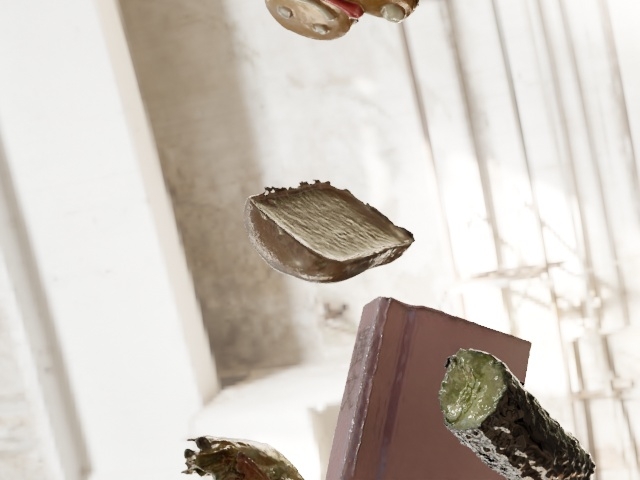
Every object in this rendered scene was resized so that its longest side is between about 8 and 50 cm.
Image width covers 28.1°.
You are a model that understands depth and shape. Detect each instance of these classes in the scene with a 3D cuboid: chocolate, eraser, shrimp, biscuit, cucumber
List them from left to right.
[{"bbox_3d":[-0.064,0.247,1.316,0.051,0.115,0.217,-53,-39,4],"label":"shrimp"},{"bbox_3d":[0.000,0.001,1.666,0.261,0.161,0.083,-12,-43,-58],"label":"chocolate"},{"bbox_3d":[0.022,-0.317,1.489,0.216,0.340,0.047,28,-116,-13],"label":"biscuit"},{"bbox_3d":[0.166,0.297,2.002,0.272,0.122,0.359,17,-110,-13],"label":"eraser"},{"bbox_3d":[0.191,0.187,1.161,0.303,0.072,0.081,43,-149,-50],"label":"cucumber"}]
